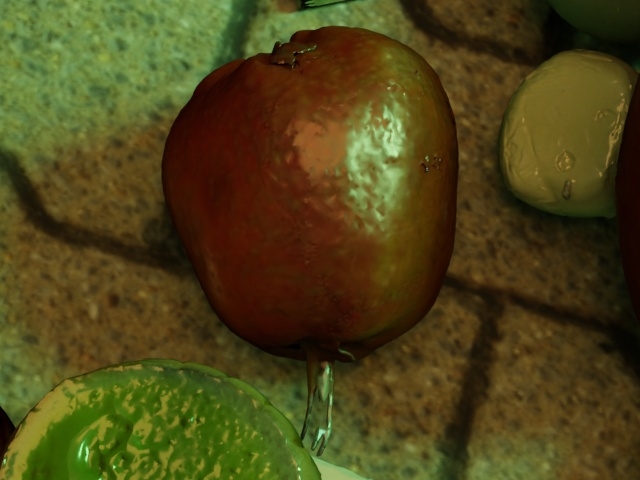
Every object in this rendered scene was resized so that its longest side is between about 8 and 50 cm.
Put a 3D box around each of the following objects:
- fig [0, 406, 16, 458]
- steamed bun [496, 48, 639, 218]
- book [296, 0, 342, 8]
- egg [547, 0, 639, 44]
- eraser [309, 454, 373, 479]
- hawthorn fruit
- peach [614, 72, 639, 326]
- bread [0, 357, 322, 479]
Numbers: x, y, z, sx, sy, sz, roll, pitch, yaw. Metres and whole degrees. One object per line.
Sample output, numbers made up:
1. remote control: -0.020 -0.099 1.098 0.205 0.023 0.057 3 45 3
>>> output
1. fig: -0.283 0.156 0.908 0.149 0.148 0.202 -4 33 -38
2. steamed bun: 0.195 -0.078 1.022 0.112 0.091 0.130 9 79 24
3. book: 0.074 -0.284 1.118 0.231 0.026 0.158 -12 71 -7
4. egg: 0.280 -0.270 1.028 0.282 0.203 0.203 -41 79 -15
5. eraser: -0.065 0.278 0.906 0.124 0.081 0.279 20 73 4
6. hawthorn fruit: 0.000 0.000 0.940 0.211 0.211 0.299 -5 84 -4
7. peach: 0.321 -0.057 0.893 0.242 0.306 0.381 4 112 3
8. bread: -0.104 0.190 0.854 0.236 0.070 0.236 -2 69 4
